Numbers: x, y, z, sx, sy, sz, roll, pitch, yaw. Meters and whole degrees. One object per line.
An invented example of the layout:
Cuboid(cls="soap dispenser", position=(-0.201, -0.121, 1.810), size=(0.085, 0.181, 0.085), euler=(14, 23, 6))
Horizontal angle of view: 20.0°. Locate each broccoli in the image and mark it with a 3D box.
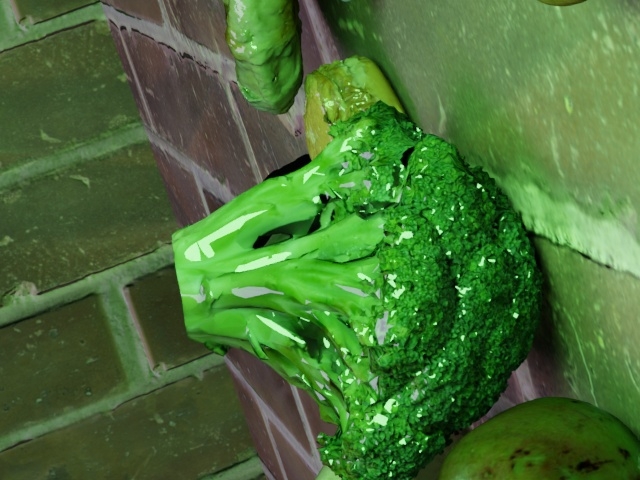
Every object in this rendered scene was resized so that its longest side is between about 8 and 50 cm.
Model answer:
Cuboid(cls="broccoli", position=(0.030, 0.046, 1.380), size=(0.308, 0.275, 0.308), euler=(-4, -90, -89))

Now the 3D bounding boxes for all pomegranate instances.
Cuboid(cls="pomegranate", position=(0.135, 0.209, 1.282), size=(0.181, 0.224, 0.181), euler=(37, -138, -44))

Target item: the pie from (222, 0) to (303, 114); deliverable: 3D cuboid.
Cuboid(cls="pie", position=(-0.061, -0.256, 1.629), size=(0.306, 0.071, 0.306), euler=(-10, -90, -90))

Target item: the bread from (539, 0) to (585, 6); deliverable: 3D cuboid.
Cuboid(cls="bread", position=(0.127, -0.200, 0.927), size=(0.189, 0.077, 0.114), euler=(81, -175, -51))

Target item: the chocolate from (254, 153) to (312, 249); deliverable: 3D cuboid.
Cuboid(cls="chocolate", position=(0.000, 0.000, 1.923), size=(0.133, 0.156, 0.156), euler=(45, -175, -34))

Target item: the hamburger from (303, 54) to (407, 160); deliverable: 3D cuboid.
Cuboid(cls="hamburger", position=(0.036, -0.085, 1.615), size=(0.147, 0.083, 0.138), euler=(87, 164, -54))

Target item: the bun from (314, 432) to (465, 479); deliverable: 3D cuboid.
Cuboid(cls="bun", position=(0.107, 0.295, 1.590), size=(0.146, 0.287, 0.287), euler=(-28, 82, 46))
